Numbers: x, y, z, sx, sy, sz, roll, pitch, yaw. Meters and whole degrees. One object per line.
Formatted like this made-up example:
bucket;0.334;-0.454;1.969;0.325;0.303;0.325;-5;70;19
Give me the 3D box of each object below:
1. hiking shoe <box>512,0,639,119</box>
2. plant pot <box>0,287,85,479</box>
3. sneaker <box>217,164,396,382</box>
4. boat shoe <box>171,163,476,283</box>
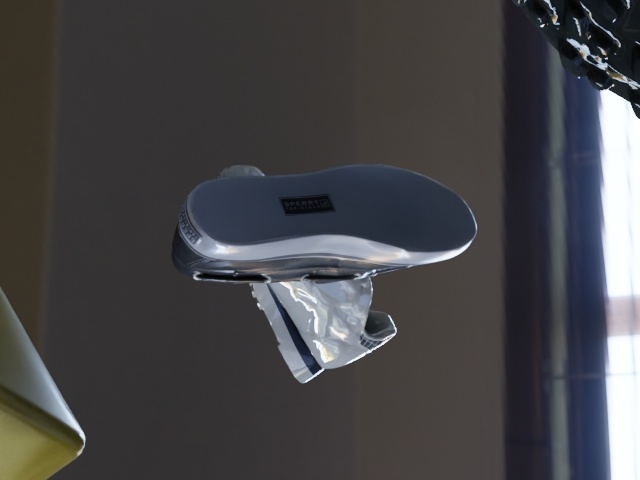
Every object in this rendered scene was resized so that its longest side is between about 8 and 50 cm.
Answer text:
hiking shoe;0.185;-0.105;0.602;0.304;0.113;0.132;28;-116;-26
plant pot;-0.330;0.098;1.090;0.212;0.212;0.187;53;178;34
sneaker;-0.013;0.017;1.277;0.235;0.094;0.090;64;-169;-45
boat shoe;0.000;0.000;1.112;0.228;0.076;0.080;-4;-122;-28
